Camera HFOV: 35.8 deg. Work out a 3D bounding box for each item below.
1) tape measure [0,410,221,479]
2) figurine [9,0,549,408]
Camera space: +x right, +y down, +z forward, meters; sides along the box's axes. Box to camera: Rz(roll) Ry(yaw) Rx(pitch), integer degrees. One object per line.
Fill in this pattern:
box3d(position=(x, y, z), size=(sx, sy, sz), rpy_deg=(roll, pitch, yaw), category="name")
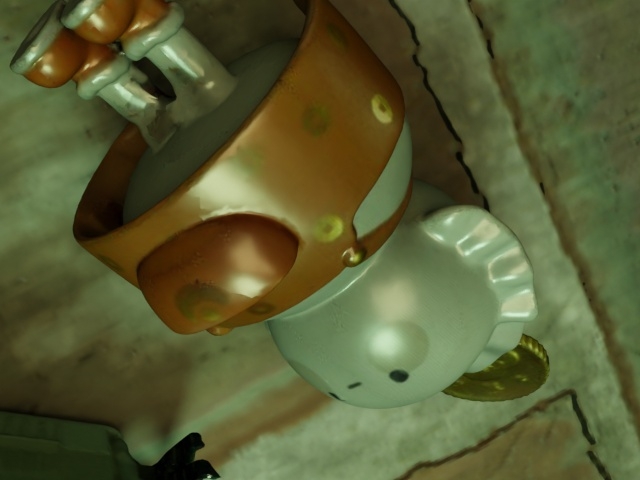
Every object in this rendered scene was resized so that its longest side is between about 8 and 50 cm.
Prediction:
box3d(position=(-0.178, 0.169, 0.400), size=(0.235, 0.115, 0.207), rpy_deg=(11, 95, -16), category="tape measure")
box3d(position=(0.000, -0.009, 0.413), size=(0.271, 0.143, 0.143), rpy_deg=(28, 92, -37), category="figurine")
